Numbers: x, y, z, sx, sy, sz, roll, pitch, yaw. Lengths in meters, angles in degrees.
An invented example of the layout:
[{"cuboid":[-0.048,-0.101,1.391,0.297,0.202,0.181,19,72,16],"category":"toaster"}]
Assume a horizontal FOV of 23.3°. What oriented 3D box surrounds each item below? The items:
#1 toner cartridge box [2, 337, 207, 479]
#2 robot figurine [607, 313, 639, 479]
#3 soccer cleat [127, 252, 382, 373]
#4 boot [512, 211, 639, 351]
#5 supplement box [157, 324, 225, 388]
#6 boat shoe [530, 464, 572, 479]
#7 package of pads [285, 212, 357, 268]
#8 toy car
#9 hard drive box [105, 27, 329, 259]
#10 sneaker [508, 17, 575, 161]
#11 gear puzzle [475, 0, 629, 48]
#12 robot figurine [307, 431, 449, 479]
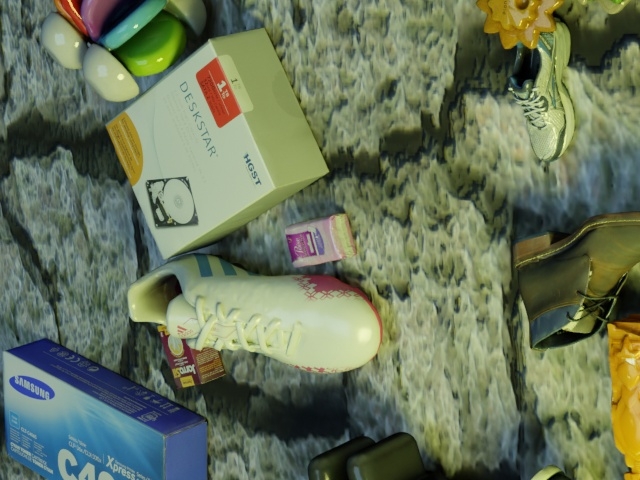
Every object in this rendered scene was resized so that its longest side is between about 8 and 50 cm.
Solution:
[{"cuboid":[-0.291,0.263,2.064,0.348,0.075,0.165,19,115,41],"category":"toner cartridge box"},{"cuboid":[0.346,0.210,1.382,0.211,0.085,0.291,0,102,46],"category":"robot figurine"},{"cuboid":[-0.083,0.092,1.742,0.331,0.143,0.116,12,111,43],"category":"soccer cleat"},{"cuboid":[0.259,0.036,1.399,0.219,0.082,0.106,-19,69,57],"category":"boot"},{"cuboid":[-0.159,0.135,1.907,0.055,0.043,0.083,-18,91,46],"category":"supplement box"},{"cuboid":[0.232,0.378,1.525,0.113,0.127,0.340,27,123,36],"category":"boat shoe"},{"cuboid":[0.000,0.000,1.708,0.083,0.032,0.050,-12,92,47],"category":"package of pads"},{"cuboid":[-0.231,-0.260,1.747,0.182,0.159,0.136,38,164,32],"category":"toy car"},{"cuboid":[-0.121,-0.107,1.756,0.232,0.089,0.181,-31,81,46],"category":"hard drive box"},{"cuboid":[0.198,-0.137,1.439,0.052,0.058,0.135,7,108,45],"category":"sneaker"},{"cuboid":[0.237,-0.299,1.321,0.339,0.044,0.175,-48,68,34],"category":"gear puzzle"},{"cuboid":[0.078,0.347,1.645,0.209,0.173,0.278,179,75,-82],"category":"robot figurine"}]
